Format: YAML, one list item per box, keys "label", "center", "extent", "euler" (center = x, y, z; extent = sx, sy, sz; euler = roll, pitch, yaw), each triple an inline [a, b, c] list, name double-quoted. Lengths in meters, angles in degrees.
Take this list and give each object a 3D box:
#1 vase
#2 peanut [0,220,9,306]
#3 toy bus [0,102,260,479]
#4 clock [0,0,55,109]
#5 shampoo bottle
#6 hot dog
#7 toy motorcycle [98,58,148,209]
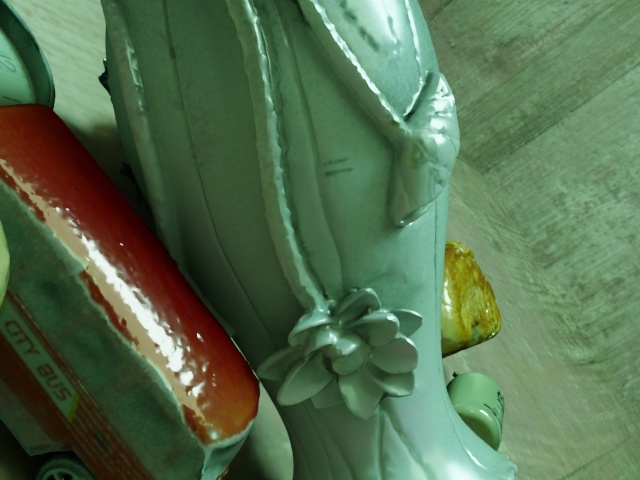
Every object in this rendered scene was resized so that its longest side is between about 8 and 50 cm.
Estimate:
- label: "vase"
  center: [0.000, 0.000, 0.564]
  extent: [0.250, 0.250, 0.445]
  euler: [-21, 95, -69]
- label: "peanut"
  center: [-0.218, -0.020, 0.317]
  extent: [0.253, 0.122, 0.137]
  euler: [41, -12, 19]
- label: "toy bus"
  center: [-0.142, 0.046, 0.451]
  extent: [0.265, 0.120, 0.121]
  euler: [53, 19, -2]
- label: "clock"
  center: [-0.290, -0.147, 0.548]
  extent: [0.226, 0.049, 0.226]
  euler: [43, 23, -24]
- label: "shampoo bottle"
  center: [0.190, 0.213, 0.975]
  extent: [0.079, 0.079, 0.162]
  euler: [53, 20, 0]
- label: "hot dog"
  center: [0.134, 0.076, 0.997]
  extent: [0.257, 0.150, 0.153]
  euler: [5, 62, -64]
- label: "toy motorcycle"
  center: [-0.130, -0.075, 0.698]
  extent: [0.204, 0.108, 0.239]
  euler: [45, 10, -43]
